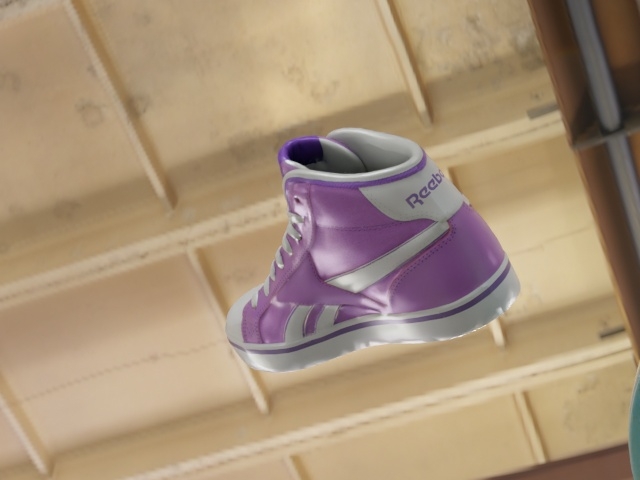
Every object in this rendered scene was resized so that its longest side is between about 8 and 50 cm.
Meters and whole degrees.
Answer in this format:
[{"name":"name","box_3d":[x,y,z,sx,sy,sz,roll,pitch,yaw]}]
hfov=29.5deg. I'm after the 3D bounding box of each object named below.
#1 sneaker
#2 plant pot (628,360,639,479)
[{"name":"sneaker","box_3d":[0.001,-0.001,0.881,0.282,0.102,0.161,-19,-67,46]},{"name":"plant pot","box_3d":[0.308,0.097,0.643,0.235,0.293,0.293,-12,-46,-38]}]
